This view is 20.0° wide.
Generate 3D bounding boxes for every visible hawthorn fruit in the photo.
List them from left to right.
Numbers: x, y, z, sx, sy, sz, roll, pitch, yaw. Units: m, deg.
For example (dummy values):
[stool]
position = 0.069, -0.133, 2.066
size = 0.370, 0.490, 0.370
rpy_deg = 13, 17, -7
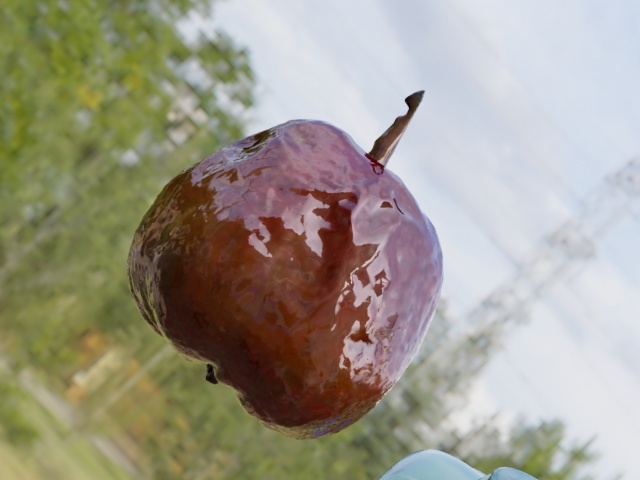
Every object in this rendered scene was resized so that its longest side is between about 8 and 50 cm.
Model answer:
[hawthorn fruit]
position = 0.000, 0.000, 1.214
size = 0.207, 0.243, 0.207
rpy_deg = 38, -2, 2

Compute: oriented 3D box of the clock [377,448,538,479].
[clock]
position = 0.013, 0.124, 0.489
size = 0.066, 0.159, 0.211
rpy_deg = 37, -11, 11
